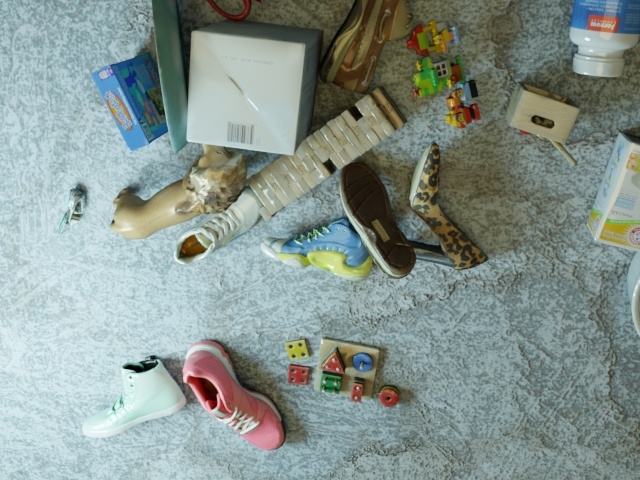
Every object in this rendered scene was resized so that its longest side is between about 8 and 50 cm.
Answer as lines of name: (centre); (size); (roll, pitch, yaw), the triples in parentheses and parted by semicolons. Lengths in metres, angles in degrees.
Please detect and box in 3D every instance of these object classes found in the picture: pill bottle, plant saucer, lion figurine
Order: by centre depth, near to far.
pill bottle: (0.516, -0.411, 1.435); (0.124, 0.124, 0.222); (5, 110, 6)
plant saucer: (-0.272, -0.323, 1.490); (0.043, 0.317, 0.318); (-7, 109, -7)
lion figurine: (-0.298, -0.078, 1.606); (0.392, 0.240, 0.142); (-32, 107, 19)

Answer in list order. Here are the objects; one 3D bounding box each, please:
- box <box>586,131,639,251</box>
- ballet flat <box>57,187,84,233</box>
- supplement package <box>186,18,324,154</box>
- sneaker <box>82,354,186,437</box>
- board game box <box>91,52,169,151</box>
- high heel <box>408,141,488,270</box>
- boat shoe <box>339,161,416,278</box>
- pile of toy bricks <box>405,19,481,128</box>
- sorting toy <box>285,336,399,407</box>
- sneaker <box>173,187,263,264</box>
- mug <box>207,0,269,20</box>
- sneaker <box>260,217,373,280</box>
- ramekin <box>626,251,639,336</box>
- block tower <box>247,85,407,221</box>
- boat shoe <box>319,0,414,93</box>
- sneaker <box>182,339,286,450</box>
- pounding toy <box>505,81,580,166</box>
box: (0.606, -0.091, 1.545); (0.114, 0.103, 0.203); (15, 111, 3)
ballet flat: (-0.546, -0.059, 1.761); (0.041, 0.041, 0.114); (24, 112, 0)
supplement package: (-0.114, -0.294, 1.494); (0.199, 0.263, 0.198); (8, 111, 5)
sneaker: (-0.457, 0.356, 1.861); (0.255, 0.094, 0.151); (-21, 111, 4)
board game box: (-0.353, -0.274, 1.565); (0.047, 0.210, 0.160); (-20, 104, 15)
high heel: (0.268, -0.066, 1.613); (0.186, 0.093, 0.261); (10, 117, 2)
boat shoe: (0.106, -0.033, 1.625); (0.095, 0.095, 0.258); (-20, 71, -8)
pile of toy bricks: (0.220, -0.303, 1.513); (0.105, 0.118, 0.212); (-18, 106, -6)
sorting toy: (0.047, 0.294, 1.793); (0.274, 0.046, 0.132); (11, 110, 5)
sneaker: (-0.214, -0.023, 1.696); (0.228, 0.092, 0.087); (-37, 99, 17)
mug: (-0.175, -0.509, 1.500); (0.169, 0.113, 0.150); (20, 67, 5)
sneaker: (0.000, 0.000, 1.685); (0.240, 0.091, 0.126); (14, 99, -4)
ramekin: (0.743, 0.097, 1.575); (0.277, 0.135, 0.277); (3, 110, 8)
block tower: (0.005, -0.172, 1.588); (0.335, 0.091, 0.097); (-35, 94, 18)
boat shoe: (0.115, -0.423, 1.503); (0.119, 0.123, 0.324); (27, 119, -7)
sneaker: (-0.207, 0.378, 1.811); (0.116, 0.136, 0.314); (-38, 100, 19)
pounding toy: (0.427, -0.222, 1.511); (0.141, 0.130, 0.100); (19, 111, 1)
